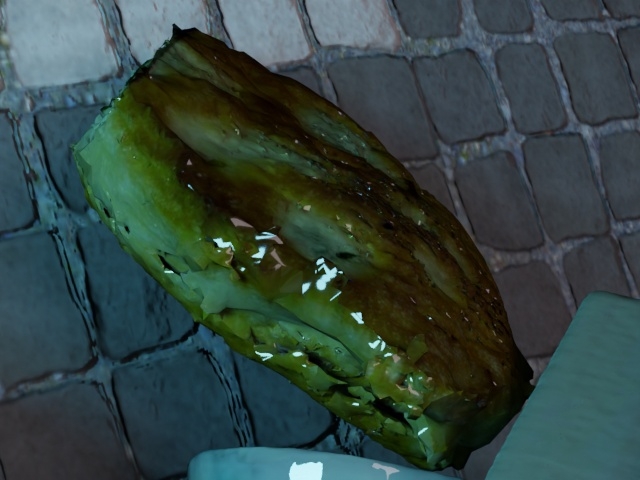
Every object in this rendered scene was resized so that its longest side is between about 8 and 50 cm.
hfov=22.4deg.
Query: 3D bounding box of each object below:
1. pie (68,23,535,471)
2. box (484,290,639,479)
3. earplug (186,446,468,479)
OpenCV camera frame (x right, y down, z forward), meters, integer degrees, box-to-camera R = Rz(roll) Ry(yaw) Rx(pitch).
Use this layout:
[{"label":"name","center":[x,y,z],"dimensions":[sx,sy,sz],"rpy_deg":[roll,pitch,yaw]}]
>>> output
[{"label":"pie","center":[0.000,0.000,0.924],"dimensions":[0.288,0.103,0.355],"rpy_deg":[39,16,-9]},{"label":"box","center":[0.128,0.268,0.834],"dimensions":[0.396,0.111,0.396],"rpy_deg":[-45,140,-61]},{"label":"earplug","center":[-0.006,0.288,0.861],"dimensions":[0.185,0.185,0.324],"rpy_deg":[20,69,-33]}]
